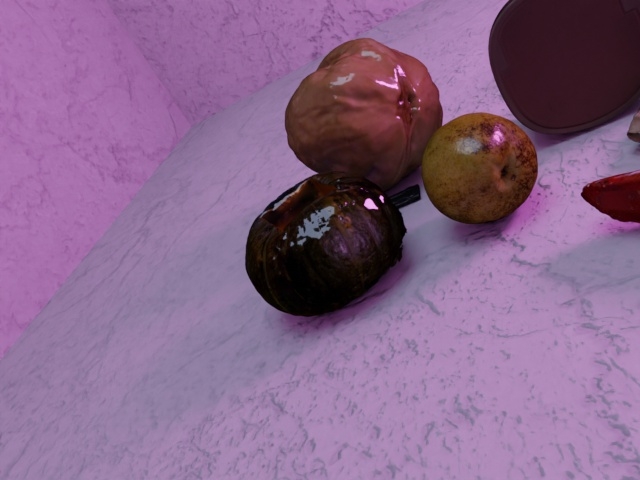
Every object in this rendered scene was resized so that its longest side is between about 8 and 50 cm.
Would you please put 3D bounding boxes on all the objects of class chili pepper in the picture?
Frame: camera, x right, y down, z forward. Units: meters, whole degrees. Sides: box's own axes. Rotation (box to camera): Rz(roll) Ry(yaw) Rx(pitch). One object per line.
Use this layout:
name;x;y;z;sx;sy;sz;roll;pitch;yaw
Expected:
chili pepper;0.509;-0.058;0.749;0.110;0.110;0.387;-44;25;-24

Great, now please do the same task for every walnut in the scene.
walnut;0.099;-0.280;1.418;0.383;0.384;0.384;-26;25;13

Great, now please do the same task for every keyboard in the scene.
keyboard;0.125;-0.069;1.340;0.204;0.013;0.061;-24;25;19

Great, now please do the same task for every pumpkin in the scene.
pumpkin;0.000;0.000;1.143;0.320;0.192;0.320;-28;25;15

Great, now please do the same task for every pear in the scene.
pear;0.275;-0.127;1.044;0.197;0.197;0.197;-26;25;13

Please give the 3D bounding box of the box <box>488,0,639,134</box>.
box;0.472;-0.381;1.186;0.301;0.301;0.216;-22;22;22

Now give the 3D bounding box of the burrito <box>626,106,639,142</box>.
burrito;0.647;-0.232;0.904;0.347;0.107;0.175;-9;64;51
